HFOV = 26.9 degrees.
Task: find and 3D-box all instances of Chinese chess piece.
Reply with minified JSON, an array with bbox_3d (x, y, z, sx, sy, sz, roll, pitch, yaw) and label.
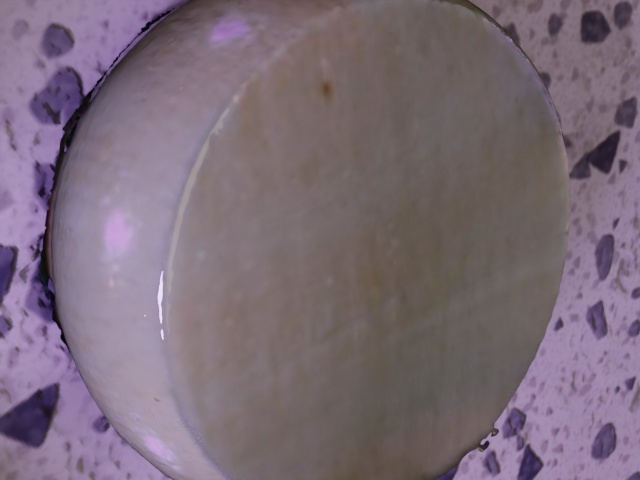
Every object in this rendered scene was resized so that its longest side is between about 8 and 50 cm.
[{"bbox_3d":[0.000,0.000,0.845,0.349,0.146,0.349,-12,110,-36],"label":"Chinese chess piece"}]
